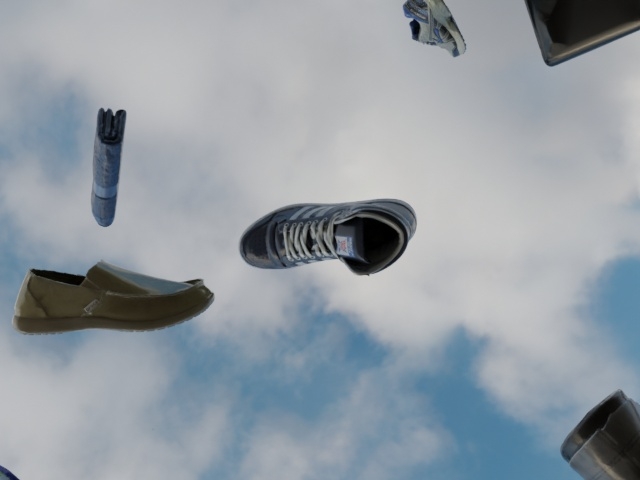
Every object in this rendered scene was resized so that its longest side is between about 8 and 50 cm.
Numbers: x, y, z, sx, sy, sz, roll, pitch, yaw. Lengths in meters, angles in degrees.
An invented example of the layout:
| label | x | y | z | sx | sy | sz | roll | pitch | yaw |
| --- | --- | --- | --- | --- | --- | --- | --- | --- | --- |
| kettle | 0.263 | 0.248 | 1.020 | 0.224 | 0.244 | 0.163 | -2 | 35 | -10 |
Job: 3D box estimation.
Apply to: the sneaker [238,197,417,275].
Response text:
| label | x | y | z | sx | sy | sz | roll | pitch | yaw |
| --- | --- | --- | --- | --- | --- | --- | --- | --- | --- |
| sneaker | 0.000 | 0.000 | 0.952 | 0.282 | 0.153 | 0.099 | -10 | -78 | 10 |

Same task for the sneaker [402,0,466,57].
| label | x | y | z | sx | sy | sz | roll | pitch | yaw |
| --- | --- | --- | --- | --- | --- | --- | --- | --- | --- |
| sneaker | 0.147 | -0.281 | 0.853 | 0.058 | 0.135 | 0.052 | -27 | -123 | 20 |

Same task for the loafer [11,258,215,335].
| label | x | y | z | sx | sy | sz | roll | pitch | yaw |
| --- | --- | --- | --- | --- | --- | --- | --- | --- | --- |
| loafer | -0.279 | 0.071 | 0.877 | 0.268 | 0.102 | 0.092 | -5 | -82 | -9 |

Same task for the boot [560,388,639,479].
| label | x | y | z | sx | sy | sz | roll | pitch | yaw |
| --- | --- | --- | --- | --- | --- | --- | --- | --- | --- |
| boot | 0.221 | 0.178 | 0.353 | 0.118 | 0.338 | 0.223 | -41 | -122 | 1 |

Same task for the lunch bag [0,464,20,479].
| label | x | y | z | sx | sy | sz | roll | pitch | yaw |
| --- | --- | --- | --- | --- | --- | --- | --- | --- | --- |
| lunch bag | -0.435 | 0.334 | 0.783 | 0.151 | 0.096 | 0.129 | 26 | -145 | 25 |

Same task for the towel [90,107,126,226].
| label | x | y | z | sx | sy | sz | roll | pitch | yaw |
| --- | --- | --- | --- | --- | --- | --- | --- | --- | --- |
| towel | -0.226 | -0.076 | 0.686 | 0.029 | 0.119 | 0.067 | 6 | -137 | -18 |

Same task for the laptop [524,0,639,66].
| label | x | y | z | sx | sy | sz | roll | pitch | yaw |
| --- | --- | --- | --- | --- | --- | --- | --- | --- | --- |
| laptop | 0.432 | -0.465 | 0.742 | 0.236 | 0.408 | 0.382 | -22 | -86 | -41 |
